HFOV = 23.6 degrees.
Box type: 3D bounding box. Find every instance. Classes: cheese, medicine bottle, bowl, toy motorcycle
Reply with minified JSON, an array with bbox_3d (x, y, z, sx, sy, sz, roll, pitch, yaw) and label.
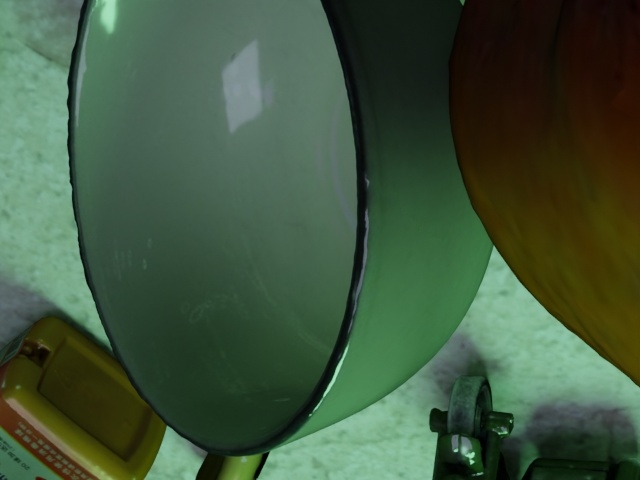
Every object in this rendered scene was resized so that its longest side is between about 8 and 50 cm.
[{"bbox_3d":[-0.060,0.167,1.265,0.036,0.086,0.162,26,116,-11],"label":"cheese"},{"bbox_3d":[-0.254,0.181,1.306,0.149,0.112,0.222,42,126,-16],"label":"medicine bottle"},{"bbox_3d":[-0.003,-0.054,0.961,0.185,0.354,0.354,-7,140,-34],"label":"bowl"},{"bbox_3d":[0.182,0.235,1.205,0.205,0.127,0.275,1,130,20],"label":"toy motorcycle"}]

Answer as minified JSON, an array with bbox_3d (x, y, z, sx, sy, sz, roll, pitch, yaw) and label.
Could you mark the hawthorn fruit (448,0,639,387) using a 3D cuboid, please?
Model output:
[{"bbox_3d":[0.315,-0.081,0.745,0.472,0.471,0.471,9,128,11],"label":"hawthorn fruit"}]
